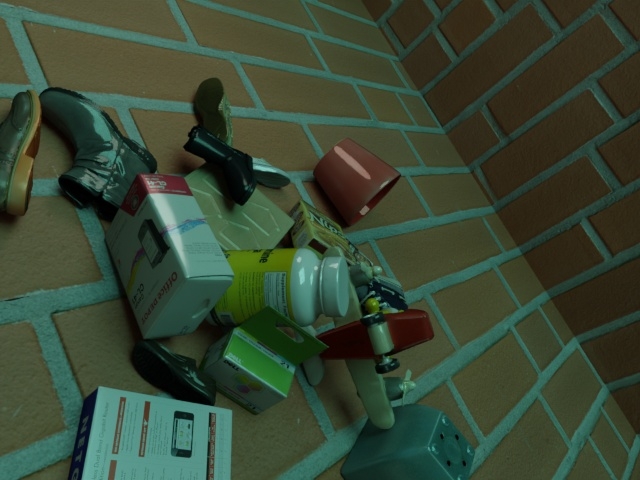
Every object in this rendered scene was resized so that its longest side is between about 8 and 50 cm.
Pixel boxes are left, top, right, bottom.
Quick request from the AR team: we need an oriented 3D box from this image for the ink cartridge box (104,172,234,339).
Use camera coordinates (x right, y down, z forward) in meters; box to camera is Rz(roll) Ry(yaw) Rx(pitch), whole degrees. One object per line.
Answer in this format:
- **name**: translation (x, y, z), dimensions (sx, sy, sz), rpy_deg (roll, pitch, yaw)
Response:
- **ink cartridge box**: translation (-0.351, 0.033, 1.172), dimensions (0.131, 0.226, 0.306), rpy_deg (3, 46, -47)

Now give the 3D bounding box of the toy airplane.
- **toy airplane**: translation (0.113, 0.258, 1.401), dimensions (0.272, 0.386, 0.384), rpy_deg (-15, 40, -44)

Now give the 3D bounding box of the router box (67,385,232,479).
- **router box**: translation (-0.320, 0.476, 0.994), dimensions (0.301, 0.082, 0.335), rpy_deg (24, 45, -32)

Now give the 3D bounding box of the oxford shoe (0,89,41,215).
- **oxford shoe**: translation (-0.698, -0.217, 1.144), dimensions (0.132, 0.130, 0.364), rpy_deg (7, 47, -26)

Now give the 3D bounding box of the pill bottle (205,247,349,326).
- **pill bottle**: translation (-0.106, 0.113, 1.246), dimensions (0.188, 0.333, 0.188), rpy_deg (-2, 90, -77)

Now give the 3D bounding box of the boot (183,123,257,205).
- **boot**: translation (-0.292, -0.219, 1.479), dimensions (0.207, 0.094, 0.246), rpy_deg (28, 28, -28)

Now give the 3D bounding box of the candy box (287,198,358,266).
- **candy box**: translation (0.000, 0.000, 1.639), dimensions (0.183, 0.087, 0.316), rpy_deg (35, 16, -23)

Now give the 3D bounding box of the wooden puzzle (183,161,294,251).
- **wooden puzzle**: translation (-0.266, -0.074, 1.508), dimensions (0.322, 0.080, 0.348), rpy_deg (41, 32, -4)

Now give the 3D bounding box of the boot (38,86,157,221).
- **boot**: translation (-0.580, -0.212, 1.272), dimensions (0.338, 0.118, 0.223), rpy_deg (36, 42, -18)

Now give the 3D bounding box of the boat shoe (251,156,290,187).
- **boat shoe**: translation (-0.198, -0.242, 1.729), dimensions (0.226, 0.083, 0.076), rpy_deg (13, 52, -39)

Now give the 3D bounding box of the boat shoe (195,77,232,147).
- **boat shoe**: translation (-0.347, -0.415, 1.720), dimensions (0.089, 0.104, 0.285), rpy_deg (65, 13, -64)

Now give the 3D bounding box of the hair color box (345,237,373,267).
- **hair color box**: translation (0.119, 0.065, 1.844), dimensions (0.141, 0.043, 0.072), rpy_deg (44, 36, -12)

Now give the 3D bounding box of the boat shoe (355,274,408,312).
- **boat shoe**: translation (0.178, 0.195, 1.723), dimensions (0.340, 0.127, 0.158), rpy_deg (15, 42, -40)

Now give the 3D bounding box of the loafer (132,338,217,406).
- **loafer**: translation (-0.322, 0.293, 1.162), dimensions (0.220, 0.080, 0.078), rpy_deg (44, 25, -13)

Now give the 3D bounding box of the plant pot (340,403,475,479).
- **plant pot**: translation (0.257, 0.588, 1.377), dimensions (0.248, 0.252, 0.247), rpy_deg (50, 37, -1)

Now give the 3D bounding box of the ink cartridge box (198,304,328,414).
- **ink cartridge box**: translation (-0.137, 0.282, 1.207), dimensions (0.189, 0.255, 0.097), rpy_deg (38, 38, -17)

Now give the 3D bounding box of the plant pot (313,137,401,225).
- **plant pot**: translation (0.122, -0.232, 1.938), dimensions (0.243, 0.275, 0.275), rpy_deg (46, 36, 7)
